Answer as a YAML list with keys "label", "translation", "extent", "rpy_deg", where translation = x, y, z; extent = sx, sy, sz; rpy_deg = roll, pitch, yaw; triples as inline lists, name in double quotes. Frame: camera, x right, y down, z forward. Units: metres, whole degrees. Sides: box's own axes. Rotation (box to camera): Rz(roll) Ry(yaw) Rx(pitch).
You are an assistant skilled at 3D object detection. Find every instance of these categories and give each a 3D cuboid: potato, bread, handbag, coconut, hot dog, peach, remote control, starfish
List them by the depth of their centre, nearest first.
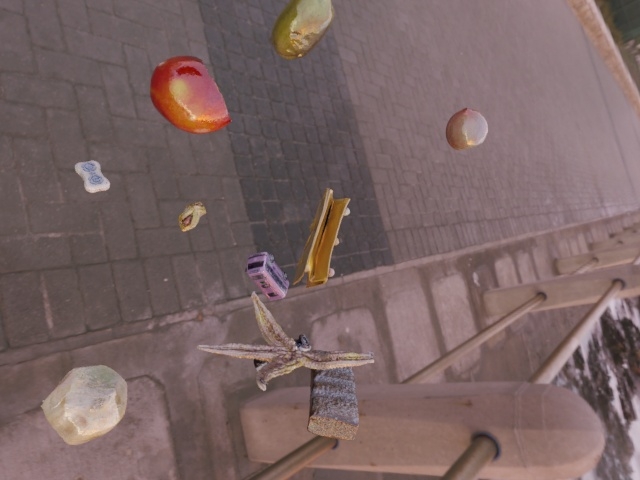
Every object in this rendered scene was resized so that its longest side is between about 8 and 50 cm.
- label: "peach"
  translation: [0.285, -0.217, 0.850]
  extent: [0.083, 0.083, 0.082]
  rpy_deg: [21, 60, -42]
- label: "coconut"
  translation: [-0.575, 0.403, 1.082]
  extent: [0.195, 0.195, 0.194]
  rpy_deg: [21, 60, -42]
- label: "peach"
  translation: [-0.341, -0.398, 1.195]
  extent: [0.227, 0.189, 0.196]
  rpy_deg: [19, 40, 0]
- label: "starfish"
  translation: [-0.109, 0.309, 1.275]
  extent: [0.384, 0.398, 0.132]
  rpy_deg: [-3, 119, -49]
- label: "remote control"
  translation: [-0.722, -0.204, 1.378]
  extent: [0.074, 0.032, 0.122]
  rpy_deg: [-21, 65, -38]
- label: "potato"
  translation: [-0.058, -0.683, 1.383]
  extent: [0.148, 0.228, 0.197]
  rpy_deg: [44, 10, -18]
- label: "bread"
  translation: [0.041, 0.539, 1.568]
  extent: [0.416, 0.166, 0.113]
  rpy_deg: [-91, -171, -75]
- label: "hot dog"
  translation: [-0.486, -0.105, 1.656]
  extent: [0.168, 0.078, 0.061]
  rpy_deg: [-75, 173, -48]
- label: "handbag"
  translation: [0.000, 0.000, 1.869]
  extent: [0.133, 0.283, 0.400]
  rpy_deg: [20, 72, -14]

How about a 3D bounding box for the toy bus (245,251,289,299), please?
- label: "toy bus"
  translation: [-0.209, 0.142, 1.710]
  extent: [0.108, 0.096, 0.198]
  rpy_deg: [-81, 149, -44]

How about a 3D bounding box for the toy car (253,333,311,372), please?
- label: "toy car"
  translation: [-0.150, 0.496, 1.888]
  extent: [0.117, 0.193, 0.301]
  rpy_deg: [61, 15, 16]
